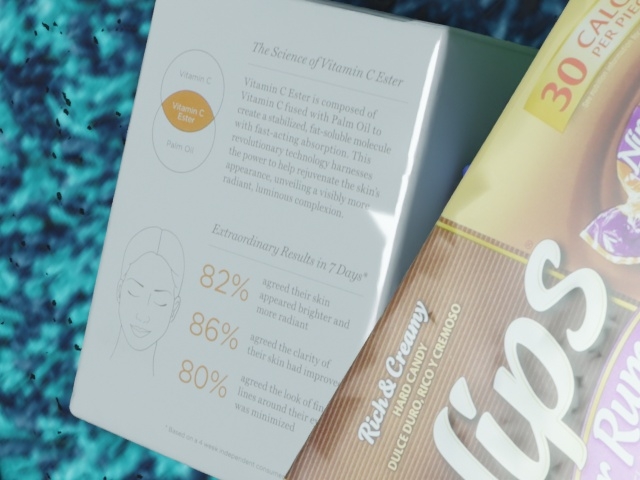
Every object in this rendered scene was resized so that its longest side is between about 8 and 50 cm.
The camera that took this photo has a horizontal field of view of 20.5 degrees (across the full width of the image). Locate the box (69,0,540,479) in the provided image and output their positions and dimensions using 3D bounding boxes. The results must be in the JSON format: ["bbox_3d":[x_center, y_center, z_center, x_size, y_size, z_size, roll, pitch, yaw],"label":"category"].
[{"bbox_3d":[0.000,0.000,0.639,0.130,0.091,0.170,18,98,36],"label":"box"}]

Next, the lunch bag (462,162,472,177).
[{"bbox_3d":[0.127,0.017,0.529,0.129,0.096,0.151,-41,53,46],"label":"lunch bag"}]

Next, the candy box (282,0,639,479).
[{"bbox_3d":[0.080,0.022,0.457,0.109,0.053,0.186,37,101,31],"label":"candy box"}]
